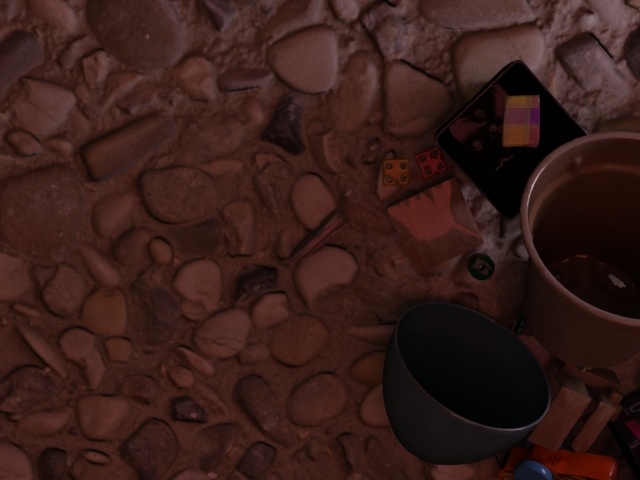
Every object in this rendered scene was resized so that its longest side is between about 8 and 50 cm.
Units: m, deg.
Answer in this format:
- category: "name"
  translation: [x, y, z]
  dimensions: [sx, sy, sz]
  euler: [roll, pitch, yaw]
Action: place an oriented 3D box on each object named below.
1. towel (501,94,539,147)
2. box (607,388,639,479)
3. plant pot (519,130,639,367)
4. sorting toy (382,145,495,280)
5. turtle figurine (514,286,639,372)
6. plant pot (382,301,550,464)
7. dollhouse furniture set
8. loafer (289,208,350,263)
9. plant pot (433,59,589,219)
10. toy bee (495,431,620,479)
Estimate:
- category: "towel"
  translation: [0.315, -0.187, 1.533]
  dimensions: [0.060, 0.009, 0.083]
  euler: [-1, 103, -1]
- category: "box"
  translation: [0.653, 0.414, 1.779]
  dimensions: [0.143, 0.165, 0.270]
  euler: [-30, 102, 4]
- category: "plant pot"
  translation: [0.461, 0.047, 1.563]
  dimensions: [0.333, 0.305, 0.334]
  euler: [0, 61, 0]
- category: "sorting toy"
  translation: [0.197, -0.038, 1.718]
  dimensions: [0.132, 0.046, 0.275]
  euler: [-25, 103, 5]
- category: "turtle figurine"
  translation: [0.473, 0.162, 1.734]
  dimensions: [0.234, 0.118, 0.175]
  euler: [22, 63, 6]
- category: "plant pot"
  translation: [0.224, 0.276, 1.699]
  dimensions: [0.290, 0.290, 0.195]
  euler: [22, 125, -7]
- category: "dollhouse furniture set"
  translation: [0.457, 0.299, 1.762]
  dimensions: [0.144, 0.151, 0.123]
  euler: [24, 113, -7]
- category: "loafer"
  translation: [0.000, 0.000, 1.726]
  dimensions: [0.125, 0.045, 0.039]
  euler: [-45, 107, 6]
- category: "plant pot"
  translation: [0.305, -0.178, 1.626]
  dimensions: [0.188, 0.167, 0.187]
  euler: [-43, 101, 9]
- category: "toy bee"
  translation: [0.399, 0.422, 1.798]
  dimensions: [0.195, 0.298, 0.162]
  euler: [-37, 136, -27]
